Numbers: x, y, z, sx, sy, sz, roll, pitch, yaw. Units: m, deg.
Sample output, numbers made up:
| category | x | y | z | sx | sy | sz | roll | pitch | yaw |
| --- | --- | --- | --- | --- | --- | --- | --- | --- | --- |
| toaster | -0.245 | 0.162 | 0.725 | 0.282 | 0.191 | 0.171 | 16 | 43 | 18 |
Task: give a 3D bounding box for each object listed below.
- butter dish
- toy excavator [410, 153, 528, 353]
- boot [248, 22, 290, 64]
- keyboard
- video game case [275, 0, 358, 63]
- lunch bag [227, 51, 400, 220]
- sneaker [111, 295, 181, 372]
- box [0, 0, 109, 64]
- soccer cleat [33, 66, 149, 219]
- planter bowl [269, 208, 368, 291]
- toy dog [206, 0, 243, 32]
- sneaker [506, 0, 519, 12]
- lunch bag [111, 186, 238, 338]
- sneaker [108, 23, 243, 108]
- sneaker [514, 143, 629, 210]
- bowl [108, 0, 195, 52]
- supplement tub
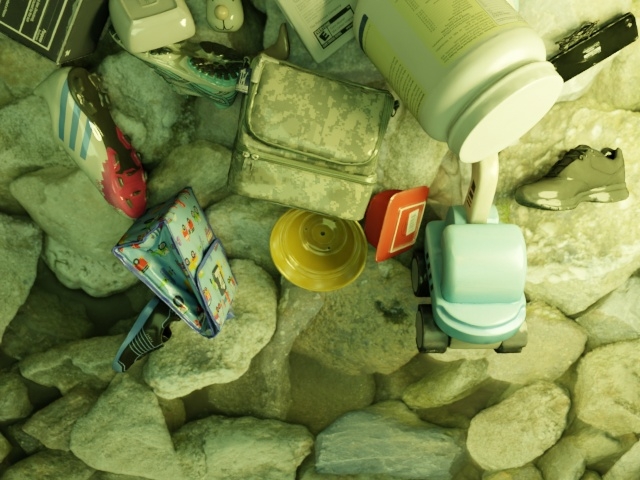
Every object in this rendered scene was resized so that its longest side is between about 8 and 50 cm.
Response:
| category | x | y | z | sx | sy | sz | roll | pitch | yaw |
| --- | --- | --- | --- | --- | --- | --- | --- | --- | --- |
| butter dish | 0.145 | -0.052 | 1.220 | 0.118 | 0.160 | 0.160 | 28 | 119 | 34 |
| toy excavator | 0.325 | -0.031 | 1.150 | 0.222 | 0.433 | 0.445 | 1 | 142 | 0 |
| boot | -0.103 | -0.370 | 1.120 | 0.087 | 0.042 | 0.118 | -4 | 113 | 4 |
| keyboard | 0.535 | -0.395 | 1.120 | 0.192 | 0.038 | 0.100 | -30 | 133 | 11 |
| video game case | 0.043 | -0.533 | 0.977 | 0.329 | 0.036 | 0.300 | -38 | 124 | 2 |
| lunch bag | -0.024 | -0.206 | 1.095 | 0.305 | 0.212 | 0.256 | 14 | 113 | -7 |
| sneaker | -0.427 | 0.248 | 1.368 | 0.090 | 0.081 | 0.232 | 33 | 109 | -6 |
| box | -0.510 | -0.521 | 0.976 | 0.294 | 0.182 | 0.296 | 30 | 112 | -11 |
| soccer cleat | -0.477 | -0.195 | 1.172 | 0.143 | 0.116 | 0.331 | -9 | 112 | 21 |
| planter bowl | 0.000 | 0.000 | 1.249 | 0.217 | 0.090 | 0.217 | 3 | 115 | 7 |
| toy dog | -0.187 | -0.550 | 0.975 | 0.220 | 0.161 | 0.333 | -24 | 111 | 10 |
| sneaker | 0.321 | -0.571 | 0.981 | 0.150 | 0.135 | 0.366 | -19 | 113 | 11 |
| lunch bag | -0.281 | 0.065 | 1.211 | 0.138 | 0.221 | 0.293 | -27 | 111 | 11 |
| sneaker | -0.289 | -0.342 | 1.096 | 0.283 | 0.110 | 0.122 | 27 | 147 | 5 |
| sneaker | 0.525 | -0.133 | 1.173 | 0.286 | 0.109 | 0.130 | -11 | 104 | -24 |
| bowl | -0.316 | -0.426 | 1.032 | 0.142 | 0.142 | 0.053 | -23 | 155 | -15 |
| supplement tub | 0.230 | -0.320 | 0.963 | 0.235 | 0.235 | 0.325 | -37 | 69 | 15 |
